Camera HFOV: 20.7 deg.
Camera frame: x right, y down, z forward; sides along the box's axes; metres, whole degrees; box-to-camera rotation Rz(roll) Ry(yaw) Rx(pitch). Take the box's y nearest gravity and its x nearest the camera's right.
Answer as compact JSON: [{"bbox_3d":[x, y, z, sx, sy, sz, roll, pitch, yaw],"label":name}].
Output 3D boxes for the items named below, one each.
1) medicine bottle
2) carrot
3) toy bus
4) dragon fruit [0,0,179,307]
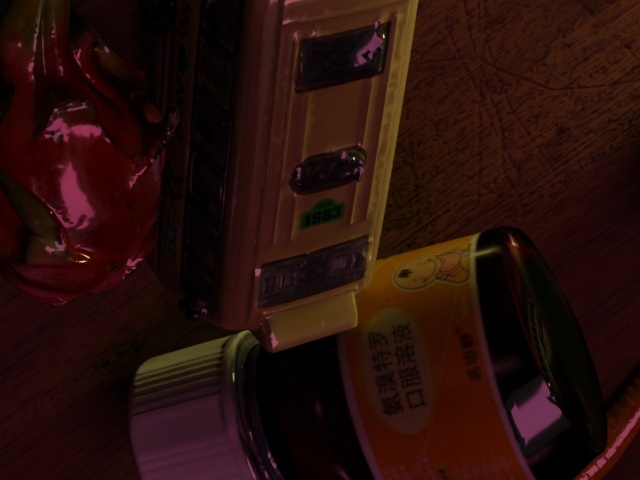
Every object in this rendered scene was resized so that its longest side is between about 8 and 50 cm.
[{"bbox_3d":[0.034,0.150,1.559,0.395,0.242,0.242,-20,141,15],"label":"medicine bottle"},{"bbox_3d":[0.340,0.232,2.080,0.271,0.066,0.062,-44,-177,-1],"label":"carrot"},{"bbox_3d":[-0.040,-0.097,1.396,0.177,0.202,0.365,-16,134,-27],"label":"toy bus"},{"bbox_3d":[-0.193,-0.081,1.337,0.200,0.198,0.269,-17,115,-74],"label":"dragon fruit"}]
